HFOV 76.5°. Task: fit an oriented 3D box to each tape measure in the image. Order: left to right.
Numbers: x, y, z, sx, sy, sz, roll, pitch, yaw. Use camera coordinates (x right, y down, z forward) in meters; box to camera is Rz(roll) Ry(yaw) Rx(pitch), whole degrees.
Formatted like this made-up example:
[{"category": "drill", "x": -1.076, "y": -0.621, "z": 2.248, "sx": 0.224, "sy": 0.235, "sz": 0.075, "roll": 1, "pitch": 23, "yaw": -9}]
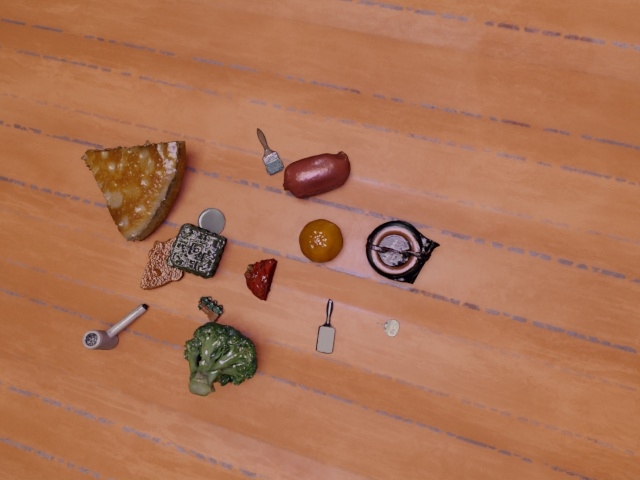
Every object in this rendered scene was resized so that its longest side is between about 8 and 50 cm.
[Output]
[{"category": "tape measure", "x": 0.265, "y": 0.034, "z": 1.391, "sx": 0.223, "sy": 0.135, "sz": 0.202, "roll": 31, "pitch": 100, "yaw": 11}]

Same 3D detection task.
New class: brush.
[{"category": "brush", "x": -0.203, "y": -0.344, "z": 1.543, "sx": 0.070, "sy": 0.021, "sz": 0.196, "roll": -24, "pitch": 80, "yaw": 5}, {"category": "brush", "x": 0.025, "y": 0.306, "z": 1.453, "sx": 0.063, "sy": 0.016, "sz": 0.193, "roll": 7, "pitch": 86, "yaw": 8}]

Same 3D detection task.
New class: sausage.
[{"category": "sausage", "x": -0.015, "y": -0.233, "z": 1.446, "sx": 0.255, "sy": 0.148, "sz": 0.148, "roll": -14, "pitch": 83, "yaw": 5}]

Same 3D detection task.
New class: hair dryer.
[{"category": "hair dryer", "x": -0.746, "y": 0.319, "z": 1.512, "sx": 0.236, "sy": 0.131, "sz": 0.073, "roll": -37, "pitch": 78, "yaw": -11}]

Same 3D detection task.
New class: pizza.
[{"category": "pizza", "x": -0.718, "y": -0.252, "z": 1.550, "sx": 0.406, "sy": 0.130, "sz": 0.439, "roll": 33, "pitch": 100, "yaw": 10}]

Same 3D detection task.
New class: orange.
[{"category": "orange", "x": 0.000, "y": 0.000, "z": 1.424, "sx": 0.159, "sy": 0.136, "sz": 0.158, "roll": -1, "pitch": 86, "yaw": 10}]

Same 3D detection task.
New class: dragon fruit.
[{"category": "dragon fruit", "x": -0.230, "y": 0.133, "z": 1.473, "sx": 0.107, "sy": 0.083, "sz": 0.162, "roll": 16, "pitch": 89, "yaw": 11}]

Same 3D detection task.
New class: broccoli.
[{"category": "broccoli", "x": -0.348, "y": 0.401, "z": 1.371, "sx": 0.270, "sy": 0.270, "sz": 0.269, "roll": 5, "pitch": 114, "yaw": 11}]

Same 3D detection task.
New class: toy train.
[{"category": "toy train", "x": -0.411, "y": 0.252, "z": 1.505, "sx": 0.103, "sy": 0.044, "sz": 0.064, "roll": 35, "pitch": 101, "yaw": 9}]

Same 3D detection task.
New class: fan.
[{"category": "fan", "x": 0.240, "y": 0.311, "z": 1.430, "sx": 0.080, "sy": 0.003, "sz": 0.060, "roll": -12, "pitch": 83, "yaw": 6}]

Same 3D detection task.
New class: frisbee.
[{"category": "frisbee", "x": -0.416, "y": -0.070, "z": 1.547, "sx": 0.110, "sy": 0.014, "sz": 0.110, "roll": -1, "pitch": 85, "yaw": 6}]

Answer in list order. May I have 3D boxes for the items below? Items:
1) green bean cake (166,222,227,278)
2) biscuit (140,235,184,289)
[{"category": "green bean cake", "x": -0.451, "y": 0.038, "z": 1.478, "sx": 0.182, "sy": 0.094, "sz": 0.173, "roll": 22, "pitch": 85, "yaw": -7}, {"category": "biscuit", "x": -0.575, "y": 0.083, "z": 1.539, "sx": 0.183, "sy": 0.043, "sz": 0.280, "roll": 41, "pitch": 93, "yaw": 5}]
